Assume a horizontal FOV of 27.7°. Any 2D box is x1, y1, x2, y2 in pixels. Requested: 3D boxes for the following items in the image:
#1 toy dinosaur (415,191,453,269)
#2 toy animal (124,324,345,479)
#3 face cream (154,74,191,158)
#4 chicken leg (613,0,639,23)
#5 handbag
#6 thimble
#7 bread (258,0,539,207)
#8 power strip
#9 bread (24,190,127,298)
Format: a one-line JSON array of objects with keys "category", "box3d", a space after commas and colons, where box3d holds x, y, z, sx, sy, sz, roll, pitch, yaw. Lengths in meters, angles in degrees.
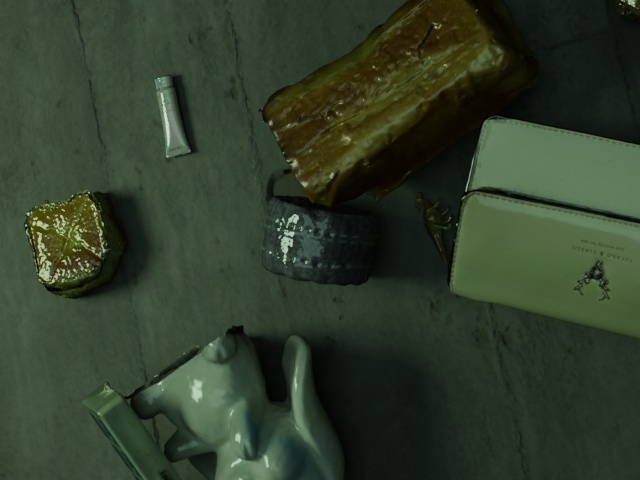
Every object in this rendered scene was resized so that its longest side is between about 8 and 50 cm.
[{"category": "toy dinosaur", "box3d": [0.157, -0.018, 1.693, 0.041, 0.026, 0.113, -31, 72, 20]}, {"category": "toy animal", "box3d": [-0.099, 0.245, 1.695, 0.249, 0.174, 0.289, -10, 99, 37]}, {"category": "face cream", "box3d": [-0.208, -0.173, 1.807, 0.038, 0.020, 0.115, -12, 89, 15]}, {"category": "chicken leg", "box3d": [0.456, -0.310, 1.587, 0.196, 0.080, 0.125, 13, 80, 15]}, {"category": "handbag", "box3d": [0.353, -0.005, 1.570, 0.358, 0.160, 0.236, 14, 99, 16]}, {"category": "thimble", "box3d": [-0.001, 0.000, 1.679, 0.150, 0.150, 0.098, 12, 97, 16]}, {"category": "bread", "box3d": [0.102, -0.184, 1.651, 0.344, 0.149, 0.195, -33, 62, 14]}, {"category": "power strip", "box3d": [-0.190, 0.341, 1.691, 0.043, 0.106, 0.367, -37, 104, -16]}, {"category": "bread", "box3d": [-0.339, 0.004, 1.817, 0.128, 0.069, 0.140, -22, 80, 14]}]
